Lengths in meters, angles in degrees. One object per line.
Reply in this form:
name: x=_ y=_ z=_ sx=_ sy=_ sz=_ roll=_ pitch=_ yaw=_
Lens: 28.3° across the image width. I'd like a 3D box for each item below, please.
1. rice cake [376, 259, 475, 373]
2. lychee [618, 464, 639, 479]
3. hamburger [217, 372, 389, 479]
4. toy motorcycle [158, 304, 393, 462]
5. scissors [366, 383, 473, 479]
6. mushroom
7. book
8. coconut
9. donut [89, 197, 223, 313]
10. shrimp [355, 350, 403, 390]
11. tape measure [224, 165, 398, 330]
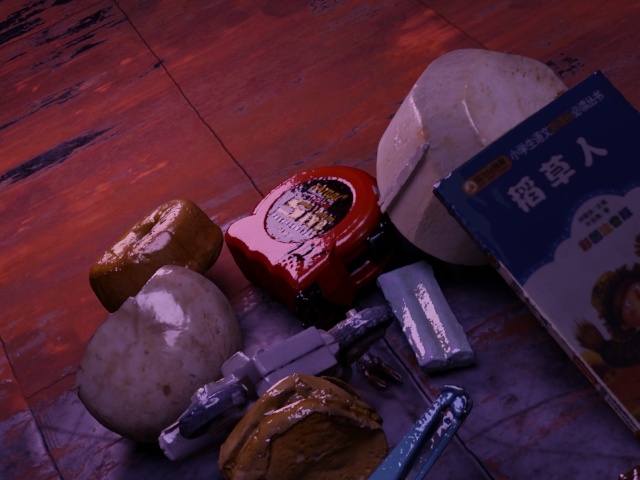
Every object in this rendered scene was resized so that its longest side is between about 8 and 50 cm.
rice cake: x=0.149 y=0.109 z=1.824 sx=0.085 sy=0.040 sz=0.226 roll=-21 pitch=38 yaw=-2
lychee: x=0.396 y=0.320 z=1.349 sx=0.200 sy=0.200 sz=0.238 roll=-40 pitch=20 yaw=-22
hamburger: x=-0.015 y=0.270 z=1.574 sx=0.214 sy=0.213 sz=0.108 roll=-27 pitch=40 yaw=-8
toy motorcycle: x=-0.061 y=0.192 z=1.690 sx=0.341 sy=0.223 sz=0.107 roll=-25 pitch=76 yaw=-32
scissors: x=0.047 y=0.327 z=1.506 sx=0.180 sy=0.032 sz=0.393 roll=38 pitch=85 yaw=22
mushroom: x=-0.203 y=0.180 z=1.796 sx=0.189 sy=0.195 sz=0.253 roll=39 pitch=93 yaw=25
book: x=0.388 y=0.013 z=1.639 sx=0.300 sy=0.039 sz=0.428 roll=-36 pitch=78 yaw=-17
coconut: x=0.233 y=-0.119 z=1.861 sx=0.323 sy=0.323 sz=0.323 roll=-12 pitch=39 yaw=10
donut: x=-0.257 y=0.033 z=1.994 sx=0.227 sy=0.114 sz=0.226 roll=-37 pitch=16 yaw=13
shrimp: x=0.074 y=0.182 z=1.781 sx=0.038 sy=0.029 sz=0.092 roll=-38 pitch=46 yaw=-22
tape measure: x=0.000 y=0.000 z=1.955 sx=0.260 sy=0.114 sz=0.253 roll=-39 pitch=40 yaw=-18
